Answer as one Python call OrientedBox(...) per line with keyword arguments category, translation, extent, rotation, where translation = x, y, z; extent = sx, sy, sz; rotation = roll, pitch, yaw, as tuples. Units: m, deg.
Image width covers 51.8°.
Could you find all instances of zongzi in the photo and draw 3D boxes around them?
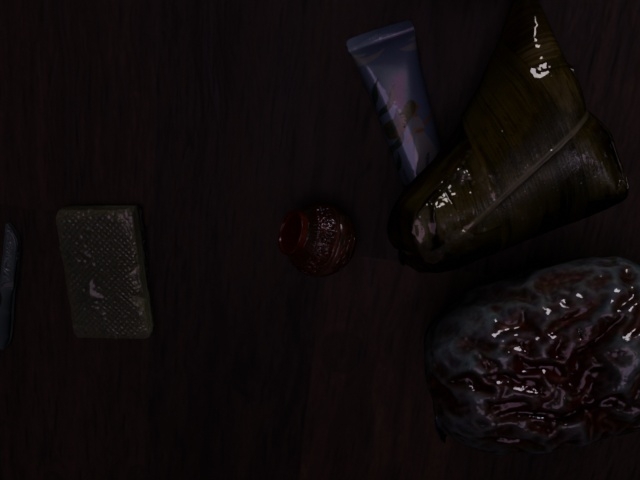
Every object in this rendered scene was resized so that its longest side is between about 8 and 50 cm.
OrientedBox(category="zongzi", translation=(0.183, -0.130, 0.758), extent=(0.286, 0.134, 0.288), rotation=(-22, 99, -13))

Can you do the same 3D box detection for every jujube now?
OrientedBox(category="jujube", translation=(0.283, 0.146, 0.814), extent=(0.317, 0.226, 0.225), rotation=(-20, 104, 8))

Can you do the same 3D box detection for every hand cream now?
OrientedBox(category="hand cream", translation=(0.109, -0.142, 0.834), extent=(0.088, 0.055, 0.255), rotation=(-18, 99, 5))

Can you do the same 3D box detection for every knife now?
OrientedBox(category="knife", translation=(-0.470, 0.073, 0.990), extent=(0.028, 0.015, 0.210), rotation=(18, 109, 7))

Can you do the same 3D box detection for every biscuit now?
OrientedBox(category="biscuit", translation=(-0.309, 0.047, 0.948), extent=(0.121, 0.040, 0.199), rotation=(1, 108, 9))

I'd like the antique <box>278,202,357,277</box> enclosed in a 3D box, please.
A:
OrientedBox(category="antique", translation=(0.000, 0.000, 0.864), extent=(0.104, 0.104, 0.104), rotation=(2, 108, 7))
